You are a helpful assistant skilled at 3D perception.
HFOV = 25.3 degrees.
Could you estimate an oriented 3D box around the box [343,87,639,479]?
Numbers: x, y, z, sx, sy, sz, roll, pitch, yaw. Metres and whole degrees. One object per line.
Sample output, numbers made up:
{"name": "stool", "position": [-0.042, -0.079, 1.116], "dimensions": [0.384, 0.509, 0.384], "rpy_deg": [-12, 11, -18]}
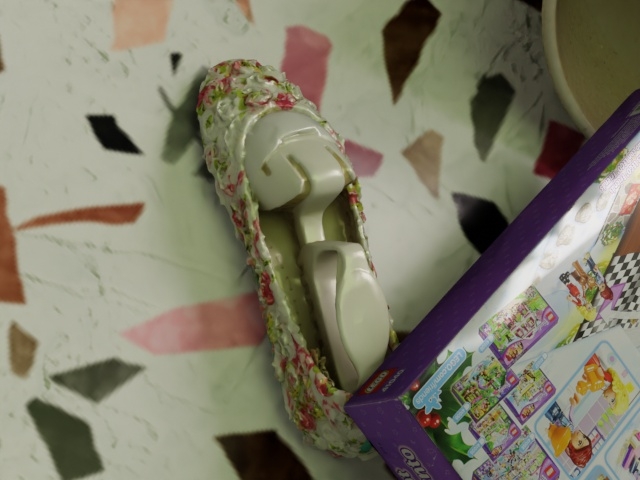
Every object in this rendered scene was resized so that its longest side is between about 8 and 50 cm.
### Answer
{"name": "box", "position": [0.170, 0.069, 0.781], "dimensions": [0.293, 0.057, 0.201], "rpy_deg": [-44, 103, -31]}

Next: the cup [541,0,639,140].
{"name": "cup", "position": [0.301, -0.210, 0.888], "dimensions": [0.331, 0.331, 0.237], "rpy_deg": [24, 42, -17]}

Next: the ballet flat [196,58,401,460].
{"name": "ballet flat", "position": [0.000, 0.000, 0.779], "dimensions": [0.091, 0.077, 0.241], "rpy_deg": [-15, 79, -26]}
